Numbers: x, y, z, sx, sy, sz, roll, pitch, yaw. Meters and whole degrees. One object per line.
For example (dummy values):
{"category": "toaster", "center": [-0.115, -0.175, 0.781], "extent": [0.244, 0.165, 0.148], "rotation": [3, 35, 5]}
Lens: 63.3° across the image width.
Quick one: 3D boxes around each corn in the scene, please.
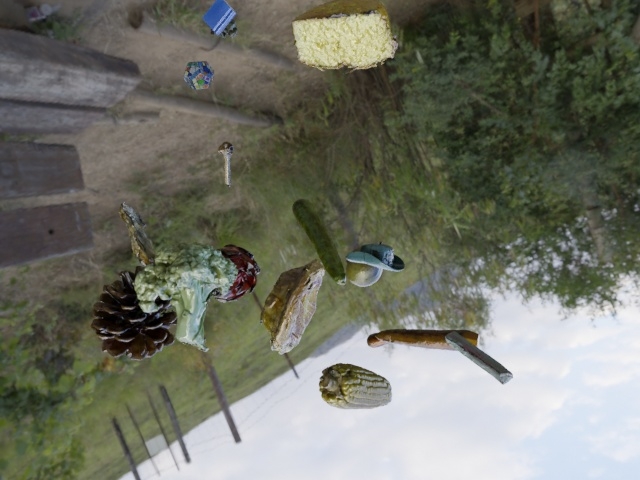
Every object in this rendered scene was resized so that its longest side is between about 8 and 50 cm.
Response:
{"category": "corn", "center": [0.101, 0.399, 1.409], "extent": [0.119, 0.119, 0.322], "rotation": [-25, 153, 27]}

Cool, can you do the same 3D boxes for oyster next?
{"category": "oyster", "center": [-0.644, -0.005, 1.833], "extent": [0.078, 0.345, 0.128], "rotation": [-29, 149, -7]}

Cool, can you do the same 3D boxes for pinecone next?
{"category": "pinecone", "center": [-0.767, 0.283, 2.167], "extent": [0.384, 0.384, 0.384], "rotation": [-24, 178, -1]}

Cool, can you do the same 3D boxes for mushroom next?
{"category": "mushroom", "center": [-0.381, -0.305, 2.089], "extent": [0.061, 0.187, 0.060], "rotation": [2, -159, -5]}

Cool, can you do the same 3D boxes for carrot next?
{"category": "carrot", "center": [0.244, 0.352, 1.885], "extent": [0.161, 0.055, 0.055], "rotation": [-22, 179, 28]}
{"category": "carrot", "center": [0.000, 0.000, 1.638], "extent": [0.074, 0.358, 0.074], "rotation": [-18, 143, -15]}
{"category": "carrot", "center": [0.315, 0.293, 1.567], "extent": [0.314, 0.066, 0.066], "rotation": [0, -172, 25]}

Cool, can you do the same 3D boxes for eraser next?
{"category": "eraser", "center": [-0.293, -0.652, 1.506], "extent": [0.085, 0.063, 0.027], "rotation": [-42, -178, 20]}

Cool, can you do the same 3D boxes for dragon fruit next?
{"category": "dragon fruit", "center": [-0.289, 0.110, 1.694], "extent": [0.182, 0.188, 0.182], "rotation": [17, -178, -1]}

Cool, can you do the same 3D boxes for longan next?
{"category": "longan", "center": [0.163, 0.099, 2.032], "extent": [0.176, 0.145, 0.154], "rotation": [25, -112, 45]}

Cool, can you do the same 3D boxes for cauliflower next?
{"category": "cauliflower", "center": [-0.388, 0.136, 1.458], "extent": [0.260, 0.281, 0.327], "rotation": [22, 156, -12]}

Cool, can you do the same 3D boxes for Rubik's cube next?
{"category": "Rubik's cube", "center": [-0.431, -0.587, 1.842], "extent": [0.093, 0.111, 0.111], "rotation": [-46, -175, -18]}

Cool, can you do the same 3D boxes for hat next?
{"category": "hat", "center": [0.168, 0.040, 1.563], "extent": [0.191, 0.078, 0.138], "rotation": [11, -177, 43]}

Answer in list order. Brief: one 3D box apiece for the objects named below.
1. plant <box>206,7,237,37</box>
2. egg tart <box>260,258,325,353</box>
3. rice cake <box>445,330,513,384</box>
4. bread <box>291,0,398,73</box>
{"category": "plant", "center": [-0.317, -0.697, 1.674], "extent": [0.087, 0.174, 0.085], "rotation": [-45, 139, -1]}
{"category": "egg tart", "center": [-0.102, 0.209, 1.748], "extent": [0.352, 0.150, 0.352], "rotation": [23, 90, -81]}
{"category": "rice cake", "center": [0.390, 0.288, 1.289], "extent": [0.033, 0.033, 0.207], "rotation": [-25, -148, -21]}
{"category": "bread", "center": [0.069, -0.534, 1.326], "extent": [0.261, 0.160, 0.147], "rotation": [2, -130, 27]}
